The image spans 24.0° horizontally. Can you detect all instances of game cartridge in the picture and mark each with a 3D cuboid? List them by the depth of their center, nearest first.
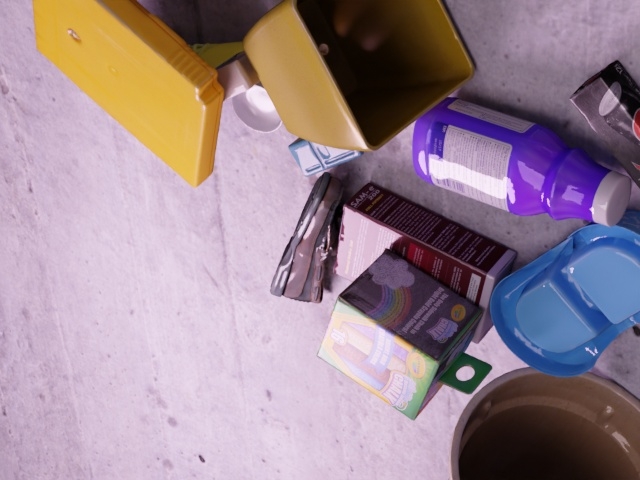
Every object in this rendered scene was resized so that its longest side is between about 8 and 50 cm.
[{"bbox_3d":[-0.263,-0.243,2.039,0.324,0.052,0.285,40,158,9],"label":"game cartridge"}]

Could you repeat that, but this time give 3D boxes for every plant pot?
[{"bbox_3d":[0.029,-0.240,1.911,0.187,0.212,0.212,-7,115,54],"label":"plant pot"},{"bbox_3d":[0.294,0.389,2.089,0.334,0.334,0.305,38,147,10],"label":"plant pot"}]

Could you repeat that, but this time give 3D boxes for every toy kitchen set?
[{"bbox_3d":[-0.057,-0.168,2.039,0.122,0.166,0.207,-20,106,46],"label":"toy kitchen set"}]

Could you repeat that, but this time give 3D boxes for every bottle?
[{"bbox_3d":[0.251,-0.093,1.894,0.283,0.092,0.118,21,131,31],"label":"bottle"}]

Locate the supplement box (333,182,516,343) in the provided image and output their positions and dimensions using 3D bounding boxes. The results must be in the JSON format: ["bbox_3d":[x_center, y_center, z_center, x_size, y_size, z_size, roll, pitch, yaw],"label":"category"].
[{"bbox_3d":[0.142,0.031,2.095,0.239,0.073,0.130,27,133,19],"label":"supplement box"}]

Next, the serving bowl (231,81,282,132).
[{"bbox_3d":[-0.084,-0.195,2.138,0.083,0.027,0.083,19,136,19],"label":"serving bowl"}]

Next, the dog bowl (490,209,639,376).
[{"bbox_3d":[0.353,0.064,1.958,0.166,0.074,0.297,49,137,-2],"label":"dog bowl"}]

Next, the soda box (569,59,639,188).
[{"bbox_3d":[0.379,-0.130,1.813,0.169,0.053,0.060,51,136,-4],"label":"soda box"}]

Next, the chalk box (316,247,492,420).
[{"bbox_3d":[0.126,0.139,2.038,0.213,0.132,0.132,34,137,14],"label":"chalk box"}]

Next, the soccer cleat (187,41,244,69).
[{"bbox_3d":[-0.208,-0.247,2.153,0.289,0.093,0.121,-12,110,42],"label":"soccer cleat"}]

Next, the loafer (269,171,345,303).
[{"bbox_3d":[0.000,0.000,2.186,0.084,0.096,0.267,23,141,-3],"label":"loafer"}]
